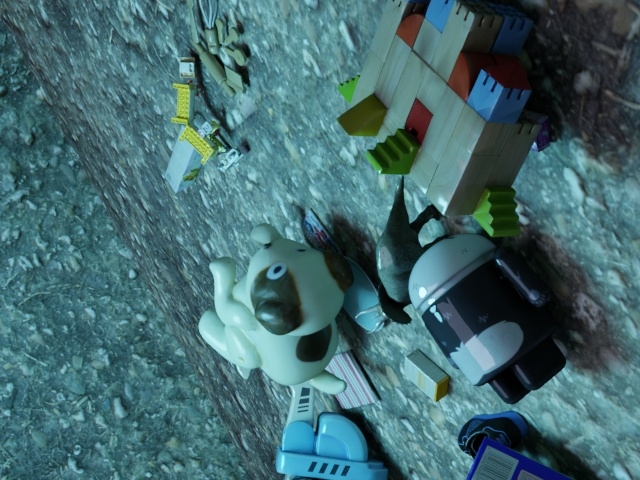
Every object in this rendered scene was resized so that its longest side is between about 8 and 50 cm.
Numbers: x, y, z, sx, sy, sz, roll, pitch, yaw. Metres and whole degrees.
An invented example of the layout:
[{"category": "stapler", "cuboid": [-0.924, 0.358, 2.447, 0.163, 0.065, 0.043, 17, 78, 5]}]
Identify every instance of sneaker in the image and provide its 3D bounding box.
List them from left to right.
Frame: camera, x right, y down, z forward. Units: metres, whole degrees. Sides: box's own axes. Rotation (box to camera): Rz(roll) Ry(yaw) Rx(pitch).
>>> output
[{"category": "sneaker", "cuboid": [0.311, 0.390, 1.657, 0.081, 0.090, 0.232, 55, 154, 10]}]

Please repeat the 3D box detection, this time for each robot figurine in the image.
[{"category": "robot figurine", "cuboid": [0.266, 0.119, 1.370, 0.278, 0.209, 0.173, 53, -169, 13]}]

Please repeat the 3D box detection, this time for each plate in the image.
[{"category": "plate", "cuboid": [0.085, 0.112, 1.859, 0.188, 0.024, 0.188, 42, 149, 34]}]

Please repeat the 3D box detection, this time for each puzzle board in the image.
[{"category": "puzzle board", "cuboid": [0.000, 0.000, 1.913, 0.128, 0.011, 0.096, 55, 154, 13]}]

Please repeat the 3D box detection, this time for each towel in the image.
[{"category": "towel", "cuboid": [0.068, 0.348, 2.138, 0.144, 0.029, 0.197, 59, 152, 1]}]

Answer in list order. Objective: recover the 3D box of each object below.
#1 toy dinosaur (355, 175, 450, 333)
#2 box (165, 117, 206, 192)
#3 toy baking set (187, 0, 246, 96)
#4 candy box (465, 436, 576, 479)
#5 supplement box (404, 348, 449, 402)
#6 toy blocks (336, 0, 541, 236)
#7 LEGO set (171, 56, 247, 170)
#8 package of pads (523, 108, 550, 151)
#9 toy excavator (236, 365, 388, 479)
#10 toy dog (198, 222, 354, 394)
[{"category": "toy dinosaur", "cuboid": [0.155, 0.038, 1.494, 0.121, 0.160, 0.313, 39, 148, 38]}, {"category": "box", "cuboid": [-0.351, -0.223, 2.263, 0.067, 0.063, 0.324, 55, 154, 7]}, {"category": "toy baking set", "cuboid": [-0.226, -0.438, 1.854, 0.256, 0.030, 0.197, 53, 151, 14]}, {"category": "candy box", "cuboid": [0.377, 0.534, 1.562, 0.268, 0.122, 0.317, 24, 141, 17]}, {"category": "supplement box", "cuboid": [0.220, 0.280, 1.772, 0.098, 0.036, 0.062, 41, 149, 35]}, {"category": "toy blocks", "cuboid": [0.180, -0.223, 1.164, 0.381, 0.190, 0.261, 57, 138, 42]}, {"category": "LEGO set", "cuboid": [-0.275, -0.297, 2.048, 0.132, 0.107, 0.287, -28, 87, 30]}, {"category": "package of pads", "cuboid": [0.283, -0.159, 1.201, 0.083, 0.032, 0.050, 28, 141, 49]}, {"category": "toy excavator", "cuboid": [-0.028, 0.483, 2.206, 0.222, 0.433, 0.445, 114, 164, -80]}, {"category": "toy dog", "cuboid": [-0.081, 0.154, 1.859, 0.395, 0.284, 0.408, 57, 158, 19]}]
